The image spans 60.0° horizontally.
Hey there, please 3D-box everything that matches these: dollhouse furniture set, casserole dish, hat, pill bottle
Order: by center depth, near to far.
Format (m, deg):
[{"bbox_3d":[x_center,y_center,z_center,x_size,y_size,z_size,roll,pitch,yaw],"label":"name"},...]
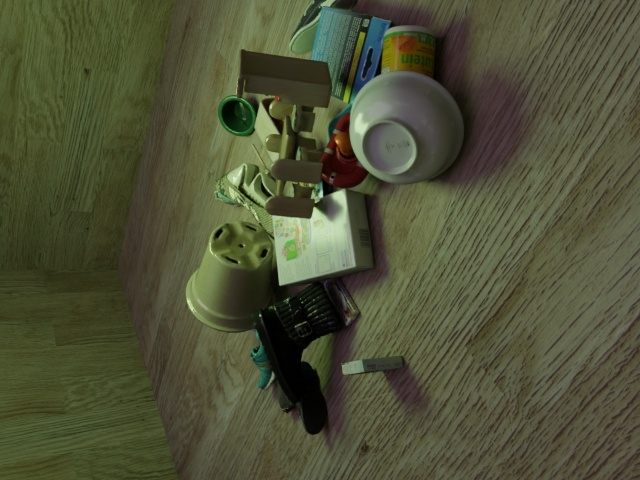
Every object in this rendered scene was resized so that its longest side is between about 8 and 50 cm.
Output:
[{"bbox_3d":[0.225,-0.417,1.448,0.136,0.136,0.246,8,96,56],"label":"pill bottle"},{"bbox_3d":[-0.132,-0.328,1.649,0.362,0.256,0.394,-96,15,-48],"label":"dollhouse furniture set"},{"bbox_3d":[0.085,-0.350,1.746,0.188,0.036,0.114,-30,64,51],"label":"casserole dish"},{"bbox_3d":[-0.330,-0.559,2.390,0.208,0.183,0.173,22,121,11],"label":"hat"}]

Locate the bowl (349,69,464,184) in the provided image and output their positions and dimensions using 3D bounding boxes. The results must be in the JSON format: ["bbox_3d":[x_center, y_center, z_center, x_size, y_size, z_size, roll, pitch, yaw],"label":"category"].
[{"bbox_3d":[0.188,-0.250,1.357,0.297,0.134,0.298,15,128,20],"label":"bowl"}]

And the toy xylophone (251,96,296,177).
[{"bbox_3d":[-0.176,-0.390,2.096,0.236,0.081,0.323,-61,43,47],"label":"toy xylophone"}]

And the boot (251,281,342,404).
[{"bbox_3d":[-0.045,0.328,1.766,0.131,0.260,0.348,-135,24,-77],"label":"boot"}]

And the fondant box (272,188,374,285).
[{"bbox_3d":[0.000,0.000,1.741,0.330,0.096,0.239,-16,75,40],"label":"fondant box"}]

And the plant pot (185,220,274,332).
[{"bbox_3d":[-0.301,0.108,1.993,0.334,0.333,0.306,64,149,35],"label":"plant pot"}]

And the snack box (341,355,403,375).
[{"bbox_3d":[0.144,0.346,1.533,0.100,0.141,0.037,-27,66,53],"label":"snack box"}]

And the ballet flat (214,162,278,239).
[{"bbox_3d":[-0.237,-0.182,2.074,0.482,0.164,0.182,40,134,38],"label":"ballet flat"}]

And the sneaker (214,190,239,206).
[{"bbox_3d":[-0.360,-0.194,2.331,0.262,0.121,0.099,-14,76,54],"label":"sneaker"}]

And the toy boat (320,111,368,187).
[{"bbox_3d":[0.079,-0.265,1.587,0.150,0.151,0.231,25,92,20],"label":"toy boat"}]

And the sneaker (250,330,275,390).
[{"bbox_3d":[-0.206,0.432,2.052,0.107,0.109,0.276,-92,11,-63],"label":"sneaker"}]

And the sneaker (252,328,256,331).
[{"bbox_3d":[-0.205,0.320,2.110,0.237,0.086,0.085,-12,77,54],"label":"sneaker"}]

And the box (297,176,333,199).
[{"bbox_3d":[-0.018,-0.117,1.882,0.159,0.044,0.233,-9,81,55],"label":"box"}]

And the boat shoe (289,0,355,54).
[{"bbox_3d":[-0.003,-0.737,1.837,0.302,0.114,0.091,-30,65,39],"label":"boat shoe"}]

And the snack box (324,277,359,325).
[{"bbox_3d":[0.065,0.183,1.765,0.178,0.022,0.064,59,137,39],"label":"snack box"}]

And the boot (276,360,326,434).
[{"bbox_3d":[-0.078,0.558,1.924,0.229,0.091,0.263,-50,45,50],"label":"boot"}]

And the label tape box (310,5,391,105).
[{"bbox_3d":[0.104,-0.545,1.661,0.347,0.115,0.249,39,121,48],"label":"label tape box"}]
